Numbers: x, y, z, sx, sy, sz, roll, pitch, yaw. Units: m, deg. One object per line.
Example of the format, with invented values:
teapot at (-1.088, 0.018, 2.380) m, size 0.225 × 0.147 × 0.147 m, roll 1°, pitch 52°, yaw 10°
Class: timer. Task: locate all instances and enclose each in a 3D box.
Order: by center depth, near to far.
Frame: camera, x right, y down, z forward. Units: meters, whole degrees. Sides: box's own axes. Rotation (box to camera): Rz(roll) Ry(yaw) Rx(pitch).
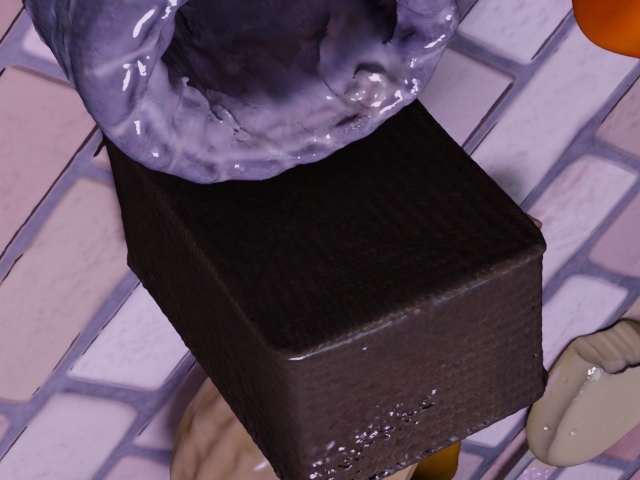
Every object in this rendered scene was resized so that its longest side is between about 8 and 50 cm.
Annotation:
timer at (0.218, -0.186, 1.334) m, size 0.136 × 0.099 × 0.136 m, roll -13°, pitch 124°, yaw -20°

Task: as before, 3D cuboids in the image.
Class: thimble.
thimble at (-0.049, -0.158, 1.101) m, size 0.236 × 0.172 × 0.205 m, roll -14°, pitch 140°, yaw -22°

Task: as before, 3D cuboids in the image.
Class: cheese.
cheese at (0.209, 0.174, 1.729) m, size 0.127 × 0.050 × 0.255 m, roll 18°, pitch 117°, yaw -46°

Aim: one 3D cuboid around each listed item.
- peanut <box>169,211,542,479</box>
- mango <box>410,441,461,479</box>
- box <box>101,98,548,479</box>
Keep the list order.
peanut at (0.031, 0.101, 1.437) m, size 0.174 × 0.158 × 0.340 m, roll 38°, pitch 100°, yaw -29°
mango at (0.069, 0.170, 1.614) m, size 0.101 × 0.066 × 0.187 m, roll -36°, pitch 149°, yaw 1°
box at (0.000, 0.002, 1.218) m, size 0.184 × 0.273 × 0.143 m, roll -24°, pitch 137°, yaw -17°
